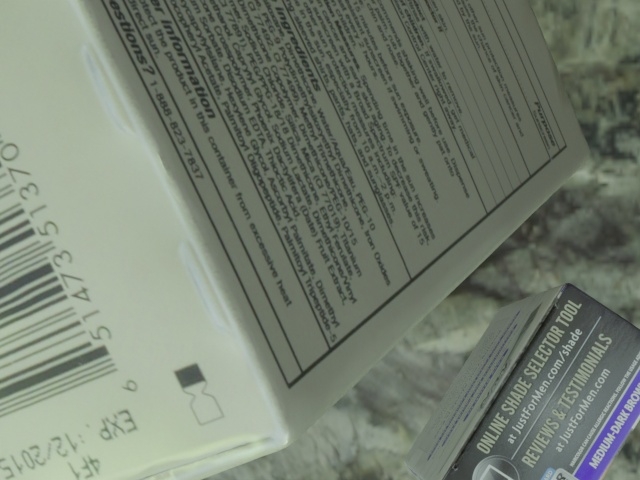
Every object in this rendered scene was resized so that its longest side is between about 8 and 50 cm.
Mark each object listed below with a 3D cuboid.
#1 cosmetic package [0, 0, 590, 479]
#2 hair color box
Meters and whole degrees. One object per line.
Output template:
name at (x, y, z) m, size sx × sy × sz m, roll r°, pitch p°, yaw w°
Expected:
cosmetic package at (-0.023, -0.036, 0.492) m, size 0.129 × 0.296 × 0.153 m, roll -23°, pitch -85°, yaw 31°
hair color box at (0.171, 0.148, 1.162) m, size 0.110 × 0.339 × 0.185 m, roll 32°, pitch -95°, yaw 4°
